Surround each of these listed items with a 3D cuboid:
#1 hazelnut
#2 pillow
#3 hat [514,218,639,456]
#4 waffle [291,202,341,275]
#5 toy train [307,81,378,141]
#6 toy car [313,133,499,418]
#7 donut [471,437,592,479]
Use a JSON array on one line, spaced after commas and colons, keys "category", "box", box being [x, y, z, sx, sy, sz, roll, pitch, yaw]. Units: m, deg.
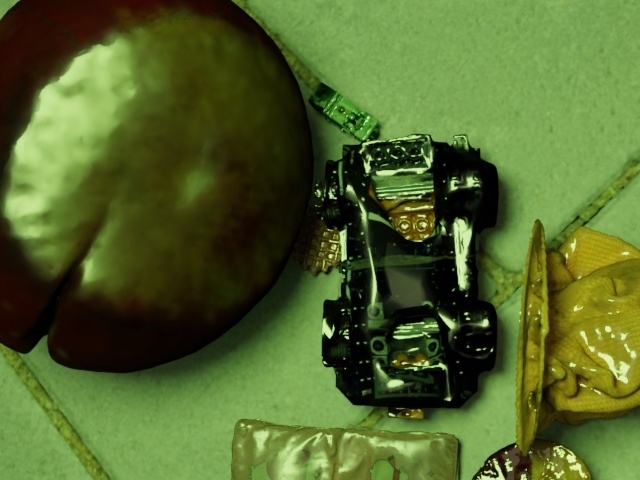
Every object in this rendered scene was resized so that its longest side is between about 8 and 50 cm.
[{"category": "hazelnut", "box": [-0.196, -0.073, 1.212, 0.402, 0.402, 0.429, 8, 90, 19]}, {"category": "pillow", "box": [0.024, 0.265, 1.236, 0.248, 0.049, 0.135, 1, 81, 14]}, {"category": "hat", "box": [0.315, 0.102, 1.105, 0.233, 0.244, 0.233, 4, 87, 4]}, {"category": "waffle", "box": [0.000, 0.000, 1.306, 0.075, 0.029, 0.083, -41, 73, 7]}, {"category": "toy train", "box": [0.028, -0.144, 1.311, 0.083, 0.053, 0.033, 35, 91, 22]}, {"category": "toy car", "box": [0.089, 0.037, 1.215, 0.193, 0.118, 0.301, 0, 84, 1]}, {"category": "donut", "box": [0.217, 0.271, 1.166, 0.140, 0.059, 0.140, -3, 79, 18]}]
